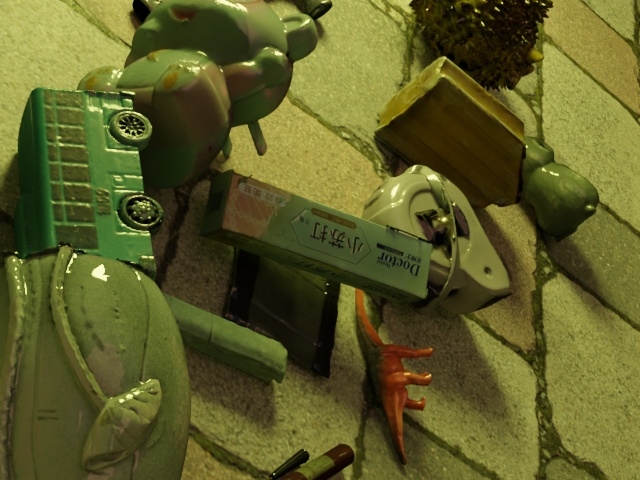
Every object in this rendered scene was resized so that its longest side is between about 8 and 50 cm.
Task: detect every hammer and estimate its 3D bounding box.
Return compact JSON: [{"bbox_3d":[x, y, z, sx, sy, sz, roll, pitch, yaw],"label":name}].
[{"bbox_3d":[-0.131,-0.368,1.976,0.152,0.044,0.427,53,35,3],"label":"hammer"}]

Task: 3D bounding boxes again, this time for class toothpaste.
[{"bbox_3d":[0.000,0.000,1.712,0.313,0.071,0.089,20,68,-27],"label":"toothpaste"}]

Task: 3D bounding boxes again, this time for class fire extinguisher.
[{"bbox_3d":[-0.020,0.271,1.547,0.173,0.035,0.049,-20,79,-57],"label":"fire extinguisher"}]

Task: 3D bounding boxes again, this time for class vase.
[{"bbox_3d":[-0.228,0.241,1.178,0.250,0.250,0.445,23,48,-35],"label":"vase"}]

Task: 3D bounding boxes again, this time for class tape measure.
[{"bbox_3d":[0.150,0.001,1.904,0.197,0.120,0.236,-13,71,-44],"label":"tape measure"}]

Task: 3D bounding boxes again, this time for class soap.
[{"bbox_3d":[0.230,-0.155,2.094,0.257,0.160,0.080,37,36,-22],"label":"soap"}]

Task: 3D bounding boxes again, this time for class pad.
[{"bbox_3d":[-0.044,0.052,1.721,0.174,0.022,0.233,34,39,-24],"label":"pad"}]

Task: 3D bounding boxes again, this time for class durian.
[{"bbox_3d":[0.273,-0.406,2.303,0.292,0.258,0.258,63,32,-16],"label":"durian"}]

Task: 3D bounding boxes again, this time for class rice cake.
[{"bbox_3d":[-0.139,0.107,1.547,0.245,0.042,0.045,27,54,-30],"label":"rice cake"}]

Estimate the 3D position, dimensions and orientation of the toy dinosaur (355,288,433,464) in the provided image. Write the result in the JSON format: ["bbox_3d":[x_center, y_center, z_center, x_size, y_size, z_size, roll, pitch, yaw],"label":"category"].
[{"bbox_3d":[0.099,0.160,1.757,0.102,0.055,0.279,8,53,-16],"label":"toy dinosaur"}]

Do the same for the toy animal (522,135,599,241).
[{"bbox_3d":[0.380,-0.118,2.267,0.108,0.138,0.236,-35,91,-22],"label":"toy animal"}]

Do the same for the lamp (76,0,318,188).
[{"bbox_3d":[-0.147,-0.183,1.678,0.301,0.247,0.247,-60,139,-46],"label":"lamp"}]

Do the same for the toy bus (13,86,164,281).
[{"bbox_3d":[-0.259,-0.036,1.445,0.147,0.128,0.256,4,52,-21],"label":"toy bus"}]
